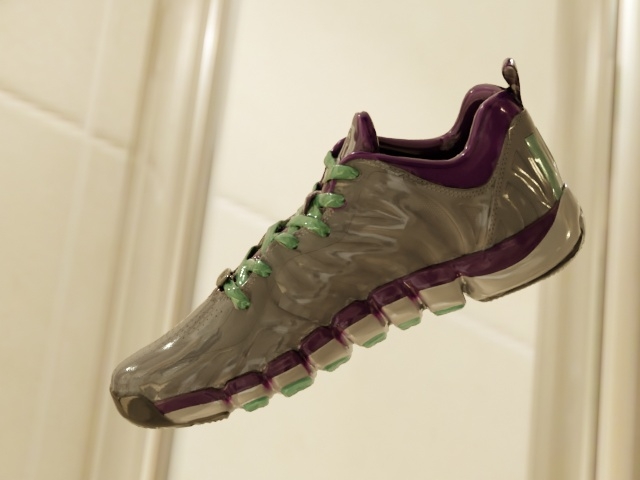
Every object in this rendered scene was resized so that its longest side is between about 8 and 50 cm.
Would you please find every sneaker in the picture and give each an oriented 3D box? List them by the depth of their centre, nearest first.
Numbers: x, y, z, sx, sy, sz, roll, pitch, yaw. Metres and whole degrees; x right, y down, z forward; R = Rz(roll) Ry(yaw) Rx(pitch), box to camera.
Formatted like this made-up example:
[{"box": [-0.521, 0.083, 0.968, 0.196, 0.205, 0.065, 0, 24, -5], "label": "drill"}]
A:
[{"box": [0.000, 0.000, 0.801, 0.223, 0.098, 0.083, -24, 17, -5], "label": "sneaker"}]
